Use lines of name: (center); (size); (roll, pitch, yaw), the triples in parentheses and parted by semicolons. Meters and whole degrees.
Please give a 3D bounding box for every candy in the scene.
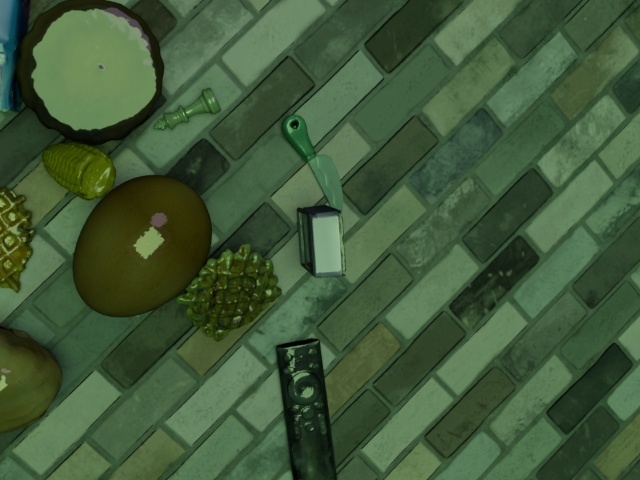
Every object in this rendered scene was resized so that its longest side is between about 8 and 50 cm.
candy: (-0.508, -0.155, 1.634); (0.106, 0.199, 0.094); (-49, 139, -21)

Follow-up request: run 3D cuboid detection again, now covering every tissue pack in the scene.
tissue pack: (-0.692, -0.395, 1.577); (0.198, 0.146, 0.264); (6, 96, -13)

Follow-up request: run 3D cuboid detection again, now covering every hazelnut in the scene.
hazelnut: (-0.666, 0.281, 1.646); (0.261, 0.241, 0.261); (1, 122, 2)

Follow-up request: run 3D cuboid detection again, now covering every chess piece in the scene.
chess piece: (-0.294, -0.277, 1.732); (0.149, 0.059, 0.059); (-24, 102, -4)

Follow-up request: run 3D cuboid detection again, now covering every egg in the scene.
egg: (-0.370, 0.015, 1.648); (0.250, 0.250, 0.322); (42, 88, -14)

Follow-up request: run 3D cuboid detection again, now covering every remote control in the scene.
remote control: (-0.030, 0.422, 1.886); (0.107, 0.044, 0.378); (-9, 99, -15)

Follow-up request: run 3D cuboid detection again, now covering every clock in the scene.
clock: (0.001, 0.001, 1.762); (0.073, 0.193, 0.145); (-5, 97, -10)

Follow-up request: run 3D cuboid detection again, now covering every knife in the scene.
knife: (-0.005, -0.175, 1.826); (0.063, 0.034, 0.260); (-37, 110, -13)

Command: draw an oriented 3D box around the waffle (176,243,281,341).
waffle: (-0.196, 0.114, 1.767); (0.223, 0.054, 0.204); (-37, 127, -6)

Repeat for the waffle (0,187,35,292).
waffle: (-0.729, -0.001, 1.670); (0.245, 0.052, 0.254); (9, 94, -15)

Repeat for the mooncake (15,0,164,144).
mooncake: (-0.465, -0.340, 1.629); (0.290, 0.161, 0.290); (-2, 98, -14)
